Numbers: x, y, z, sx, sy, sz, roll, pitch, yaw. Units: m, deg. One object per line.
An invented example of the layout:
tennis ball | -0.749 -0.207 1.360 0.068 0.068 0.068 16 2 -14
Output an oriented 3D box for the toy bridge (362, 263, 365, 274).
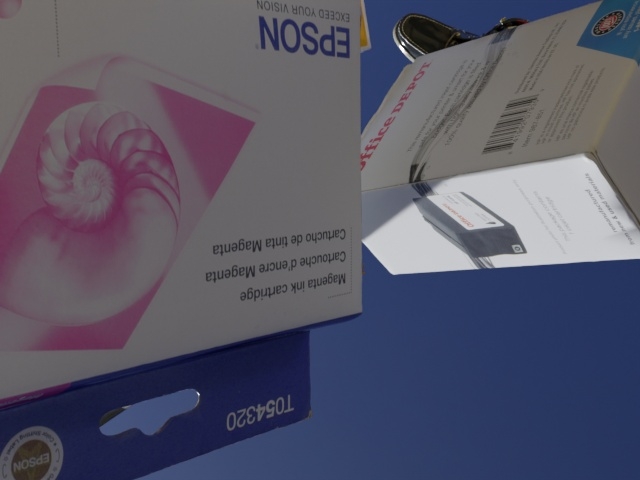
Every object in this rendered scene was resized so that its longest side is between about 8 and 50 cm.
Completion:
toy bridge | 0.000 0.000 1.431 0.188 0.063 0.026 37 -78 25

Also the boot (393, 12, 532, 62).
boot | 0.231 -0.294 1.347 0.236 0.178 0.085 31 -103 -1

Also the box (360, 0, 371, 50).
box | 0.008 -0.419 1.570 0.103 0.114 0.203 -11 -83 -15

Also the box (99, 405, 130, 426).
box | -0.422 0.187 1.232 0.307 0.243 0.076 -32 -166 -32

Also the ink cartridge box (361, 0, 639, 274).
ink cartridge box | 0.187 -0.093 0.856 0.307 0.129 0.223 -6 -137 49

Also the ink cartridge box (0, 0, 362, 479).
ink cartridge box | -0.093 -0.005 0.574 0.071 0.324 0.330 3 -82 41

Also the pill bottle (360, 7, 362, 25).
pill bottle | -0.006 -0.267 1.214 0.117 0.117 0.209 7 -88 23
